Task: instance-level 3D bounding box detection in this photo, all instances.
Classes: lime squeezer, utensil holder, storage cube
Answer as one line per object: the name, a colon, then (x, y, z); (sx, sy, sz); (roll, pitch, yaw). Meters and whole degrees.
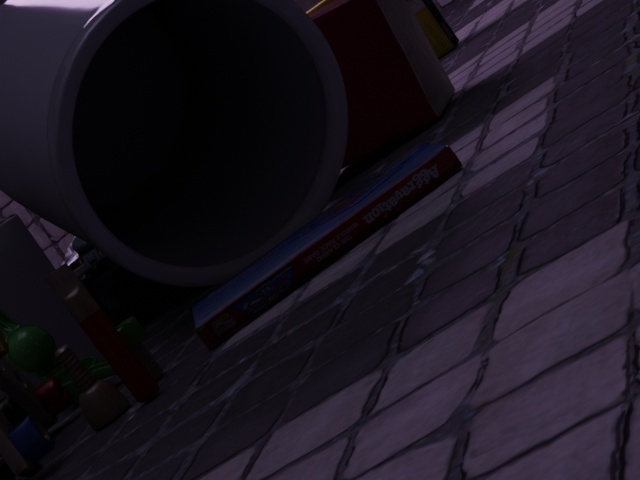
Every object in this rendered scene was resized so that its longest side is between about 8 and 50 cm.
lime squeezer: (-0.294, 0.111, 1.511); (0.310, 0.110, 0.059); (24, 64, 32)
utensil holder: (-0.205, -0.146, 1.616); (0.327, 0.327, 0.385); (-38, 27, -18)
storage cube: (0.036, -0.204, 1.799); (0.193, 0.183, 0.215); (-26, 9, 17)

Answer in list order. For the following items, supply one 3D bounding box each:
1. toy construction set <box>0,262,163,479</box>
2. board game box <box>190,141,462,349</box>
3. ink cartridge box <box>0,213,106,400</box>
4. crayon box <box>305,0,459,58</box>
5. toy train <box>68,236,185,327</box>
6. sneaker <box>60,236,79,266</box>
toy construction set: (-0.320, 0.105, 1.312); (0.309, 0.237, 0.257); (-32, 8, 25)
board game box: (0.000, 0.000, 1.350); (0.281, 0.027, 0.145); (-36, 9, -2)
ink cartridge box: (-0.392, 0.108, 1.725); (0.121, 0.211, 0.289); (-38, 9, -30)
crayon box: (0.056, -0.340, 2.533); (0.318, 0.202, 0.081); (-32, 8, 18)
toy train: (-0.180, -0.008, 1.845); (0.334, 0.142, 0.190); (-34, 19, -6)
sneaker: (-0.436, 0.065, 2.636); (0.292, 0.110, 0.118); (-49, 20, -26)
